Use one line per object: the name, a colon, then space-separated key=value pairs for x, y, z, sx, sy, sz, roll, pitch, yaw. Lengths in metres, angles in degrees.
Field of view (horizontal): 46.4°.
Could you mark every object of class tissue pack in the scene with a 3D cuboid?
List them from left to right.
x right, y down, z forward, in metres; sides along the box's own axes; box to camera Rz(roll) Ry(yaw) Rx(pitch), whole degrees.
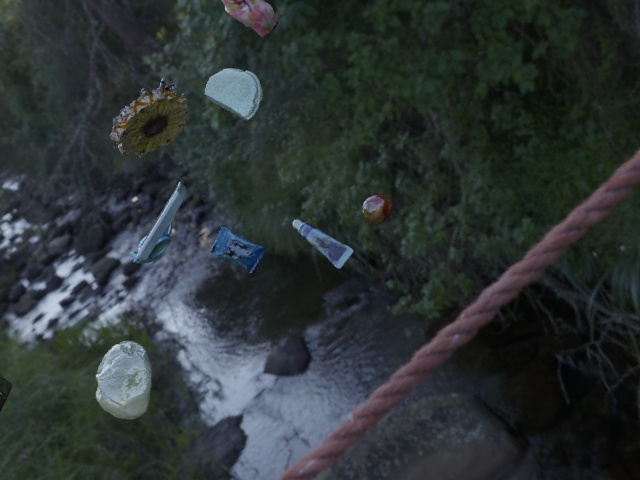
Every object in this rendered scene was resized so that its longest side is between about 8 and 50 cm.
tissue pack: x=-0.230 y=0.028 z=2.078 sx=0.085 sy=0.138 sz=0.028 roll=-63 pitch=10 yaw=-8

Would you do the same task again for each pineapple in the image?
pineapple: x=-0.378 y=-0.269 z=1.677 sx=0.221 sy=0.047 sz=0.221 roll=-38 pitch=-15 yaw=-13

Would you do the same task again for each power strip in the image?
power strip: x=-0.389 y=-0.035 z=1.807 sx=0.252 sy=0.027 sz=0.060 roll=-54 pitch=19 yaw=23

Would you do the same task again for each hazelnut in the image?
hazelnut: x=0.147 y=-0.085 z=1.937 sx=0.086 sy=0.086 sz=0.086 roll=-31 pitch=20 yaw=12

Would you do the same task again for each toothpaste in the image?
toothpaste: x=0.000 y=0.000 z=1.926 sx=0.216 sy=0.037 sz=0.062 roll=37 pitch=91 yaw=40

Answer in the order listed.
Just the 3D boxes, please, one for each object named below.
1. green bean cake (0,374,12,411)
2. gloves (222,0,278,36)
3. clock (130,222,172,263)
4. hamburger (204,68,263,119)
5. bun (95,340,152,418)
green bean cake: x=-0.685 y=0.326 z=1.390 sx=0.181 sy=0.094 sz=0.173 roll=-35 pitch=22 yaw=8
gloves: x=-0.216 y=-0.662 z=2.022 sx=0.126 sy=0.241 sz=0.145 roll=-29 pitch=44 yaw=30
clock: x=-0.498 y=0.007 z=2.256 sx=0.147 sy=0.045 sz=0.108 roll=-45 pitch=-12 yaw=14
hamburger: x=-0.157 y=-0.287 z=1.435 sx=0.084 sy=0.121 sz=0.054 roll=-57 pitch=-23 yaw=0
bun: x=-0.546 y=0.382 z=2.038 sx=0.134 sy=0.220 sz=0.220 roll=2 pitch=-2 yaw=-33
